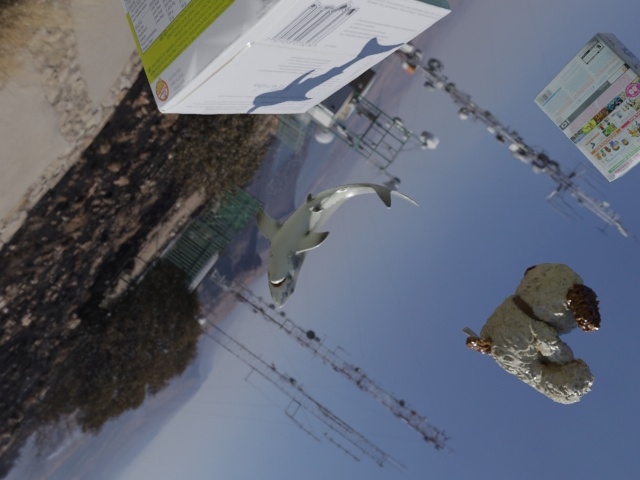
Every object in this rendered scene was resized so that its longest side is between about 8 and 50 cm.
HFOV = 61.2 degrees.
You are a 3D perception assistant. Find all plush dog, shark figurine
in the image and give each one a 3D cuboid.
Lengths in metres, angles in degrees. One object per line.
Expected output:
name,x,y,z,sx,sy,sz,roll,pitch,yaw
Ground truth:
plush dog,0.415,0.145,1.046,0.226,0.210,0.262,-61,-162,14
shark figurine,0.010,-0.027,0.912,0.278,0.166,0.116,-39,149,7

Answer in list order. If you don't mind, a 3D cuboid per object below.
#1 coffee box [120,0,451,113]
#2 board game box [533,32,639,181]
coffee box,-0.074,-0.421,0.826,0.338,0.335,0.337,-25,174,40
board game box,0.742,-0.341,1.387,0.097,0.303,0.224,-19,158,-40
